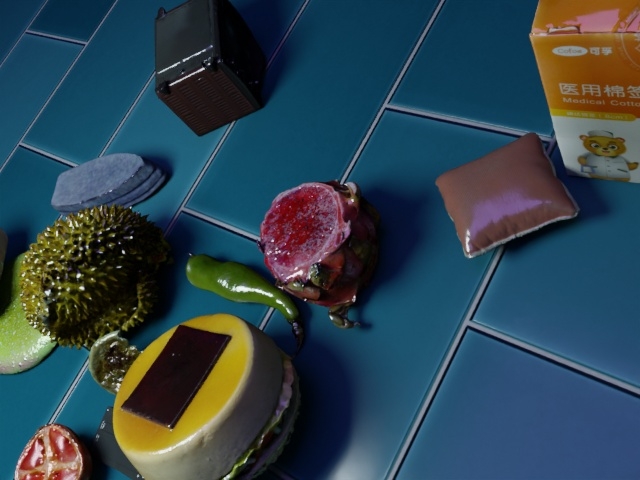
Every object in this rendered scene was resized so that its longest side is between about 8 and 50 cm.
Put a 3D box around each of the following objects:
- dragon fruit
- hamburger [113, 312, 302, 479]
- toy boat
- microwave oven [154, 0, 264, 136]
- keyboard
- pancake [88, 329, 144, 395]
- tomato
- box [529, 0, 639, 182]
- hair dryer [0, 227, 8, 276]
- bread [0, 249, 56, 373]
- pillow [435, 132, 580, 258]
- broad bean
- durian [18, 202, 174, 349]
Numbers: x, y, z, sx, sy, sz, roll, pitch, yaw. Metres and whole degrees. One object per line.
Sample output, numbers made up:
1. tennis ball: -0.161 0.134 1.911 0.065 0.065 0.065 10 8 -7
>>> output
1. dragon fruit: 0.000 0.000 1.086 0.211 0.147 0.282 -21 52 7
2. hamburger: -0.171 0.259 1.019 0.300 0.176 0.300 -20 41 18
3. toy boat: -0.468 -0.123 1.459 0.282 0.078 0.127 -13 56 23
4. microwave oven: -0.239 -0.387 1.414 0.188 0.178 0.248 -21 57 20
5. keyboard: -0.251 0.373 1.105 0.381 0.041 0.104 8 69 38
6. pancake: -0.363 0.232 1.200 0.129 0.022 0.116 39 103 -5
7. tomato: -0.465 0.411 1.173 0.155 0.069 0.156 -10 63 21
8. box: 0.424 -0.216 0.860 0.224 0.341 0.143 11 69 32
9. hair dryer: -0.826 0.135 1.467 0.352 0.125 0.210 -42 41 29
10. bread: -0.641 0.148 1.427 0.301 0.045 0.301 -12 60 22
11. pillow: 0.284 -0.068 1.022 0.179 0.075 0.171 -25 56 15
12. broad bean: -0.142 0.094 1.179 0.318 0.056 0.098 34 83 35
13. durian: -0.427 0.057 1.243 0.293 0.258 0.258 -45 53 -7
